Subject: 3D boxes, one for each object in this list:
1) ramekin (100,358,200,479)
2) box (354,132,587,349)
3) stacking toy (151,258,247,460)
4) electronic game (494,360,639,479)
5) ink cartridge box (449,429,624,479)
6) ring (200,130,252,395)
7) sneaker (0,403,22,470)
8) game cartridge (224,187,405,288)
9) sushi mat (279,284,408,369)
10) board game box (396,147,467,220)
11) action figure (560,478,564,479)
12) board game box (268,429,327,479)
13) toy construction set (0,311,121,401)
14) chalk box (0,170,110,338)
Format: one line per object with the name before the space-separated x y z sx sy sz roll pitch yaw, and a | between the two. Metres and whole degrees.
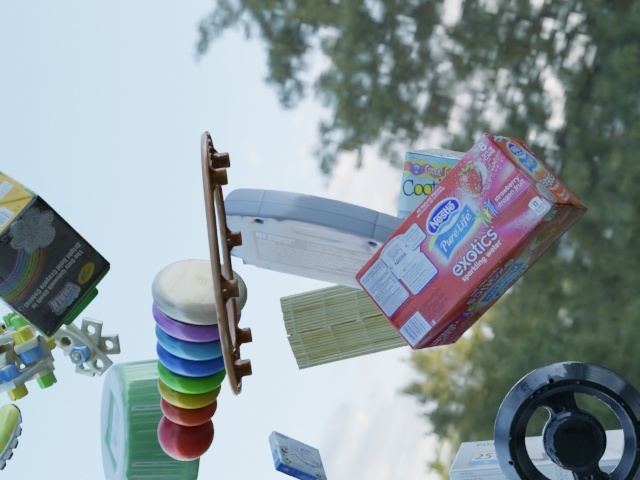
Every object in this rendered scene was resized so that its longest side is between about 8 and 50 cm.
ramekin | -0.354 0.384 2.401 0.303 0.148 0.303 -179 90 -69
box | 0.183 0.004 1.453 0.257 0.128 0.123 -49 -23 23
stacking toy | -0.195 0.196 1.794 0.141 0.141 0.330 -56 -21 -55
electronic game | 0.365 0.286 1.694 0.048 0.229 0.229 -31 -43 -77
ink cartridge box | 0.398 0.379 2.088 0.261 0.296 0.066 -33 -66 -70
ring | -0.115 0.028 1.490 0.336 0.032 0.336 173 90 -89
sneaker | -0.483 0.299 1.582 0.208 0.094 0.081 -57 17 -22
game cartridge | 0.000 0.000 1.799 0.196 0.294 0.060 85 -162 -66
sushi mat | 0.085 0.152 2.332 0.019 0.317 0.151 -49 -54 -80
board game box | 0.243 -0.093 2.220 0.275 0.144 0.142 -20 -62 -74
action figure | 0.303 0.318 1.463 0.115 0.030 0.038 154 138 -82
board game box | -0.037 0.353 1.895 0.020 0.090 0.090 -57 22 17
toy construction set | -0.466 0.175 1.881 0.151 0.215 0.328 70 -163 5
chalk box | -0.381 0.029 1.554 0.132 0.132 0.213 -50 -45 -13
